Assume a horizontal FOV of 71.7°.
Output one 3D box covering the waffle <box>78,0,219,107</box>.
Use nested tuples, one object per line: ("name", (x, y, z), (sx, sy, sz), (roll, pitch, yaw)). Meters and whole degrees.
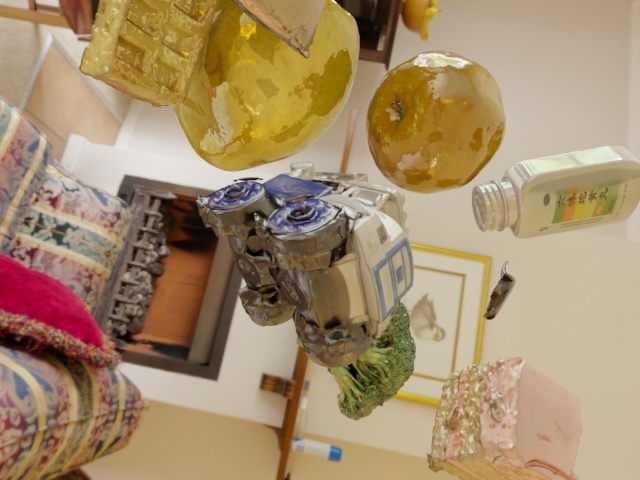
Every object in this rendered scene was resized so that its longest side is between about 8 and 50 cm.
("waffle", (-0.230, -0.340, 0.650), (0.274, 0.057, 0.168), (-69, 160, 6))

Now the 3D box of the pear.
("pear", (-0.120, -0.346, 0.904), (0.418, 0.362, 0.362), (-43, -168, 22))

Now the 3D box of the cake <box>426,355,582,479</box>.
("cake", (0.508, 0.516, 1.219), (0.307, 0.293, 0.314), (-44, -162, 50))

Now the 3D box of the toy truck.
("toy truck", (0.000, 0.000, 0.453), (0.177, 0.213, 0.161), (-37, 130, -31))

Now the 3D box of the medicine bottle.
("medicine bottle", (0.512, -0.097, 0.980), (0.124, 0.324, 0.179), (-93, 173, -49))

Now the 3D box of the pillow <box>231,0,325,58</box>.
("pillow", (-0.030, -0.403, 0.569), (0.067, 0.173, 0.270), (22, -90, 54))

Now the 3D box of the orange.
("orange", (0.225, -0.227, 0.880), (0.279, 0.235, 0.279), (-11, -104, 51))

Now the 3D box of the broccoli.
("broccoli", (0.070, 0.240, 0.958), (0.254, 0.269, 0.269), (-30, -139, 53))

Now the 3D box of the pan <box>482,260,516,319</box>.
("pan", (0.422, 0.107, 1.021), (0.212, 0.040, 0.115), (-38, 148, -50))
